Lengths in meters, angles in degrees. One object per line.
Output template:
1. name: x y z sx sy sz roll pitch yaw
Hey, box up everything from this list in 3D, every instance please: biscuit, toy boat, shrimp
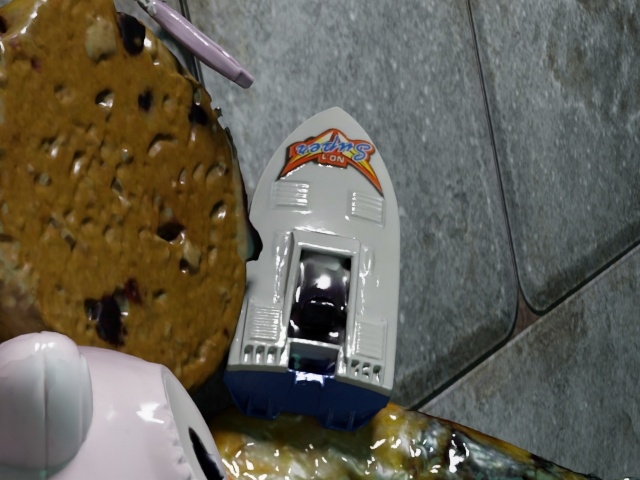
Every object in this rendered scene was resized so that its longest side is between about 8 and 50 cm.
1. biscuit: -0.146 -0.021 0.819 0.296 0.075 0.295 28 57 -54
2. toy boat: 0.000 0.000 0.989 0.088 0.129 0.295 105 -7 -50
3. shrimp: 0.104 0.236 0.922 0.445 0.085 0.272 10 42 -16

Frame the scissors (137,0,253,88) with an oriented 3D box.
1. scissors: -0.135 -0.175 0.879 0.212 0.110 0.021 33 97 -33

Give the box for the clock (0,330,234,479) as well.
1. clock: -0.147 0.236 0.571 0.251 0.368 0.376 -5 85 -17
